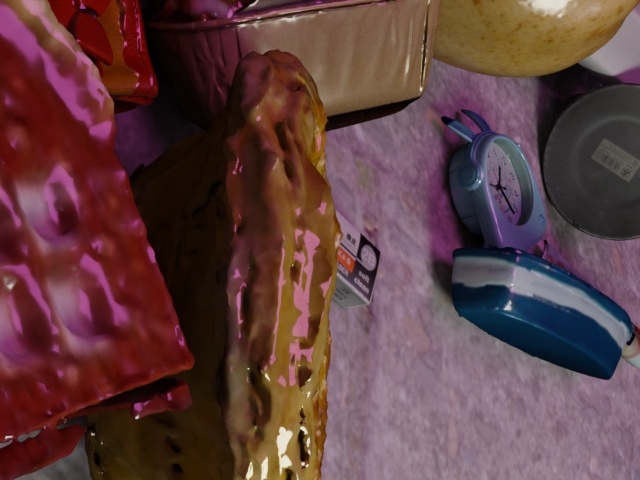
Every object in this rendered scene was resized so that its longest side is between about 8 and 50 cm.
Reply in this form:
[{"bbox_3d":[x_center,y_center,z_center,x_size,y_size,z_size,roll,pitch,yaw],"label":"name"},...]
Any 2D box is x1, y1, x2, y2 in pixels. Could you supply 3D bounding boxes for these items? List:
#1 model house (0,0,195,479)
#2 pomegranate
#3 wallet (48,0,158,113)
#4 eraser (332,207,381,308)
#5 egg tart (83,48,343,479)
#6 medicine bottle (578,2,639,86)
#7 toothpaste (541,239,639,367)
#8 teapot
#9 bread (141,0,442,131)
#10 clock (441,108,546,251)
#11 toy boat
[{"bbox_3d":[-0.196,-0.011,0.557,0.160,0.196,0.254,-12,87,-54],"label":"model house"},{"bbox_3d":[0.162,-0.279,1.018,0.319,0.319,0.319,21,62,-48],"label":"pomegranate"},{"bbox_3d":[-0.170,-0.196,0.757,0.141,0.067,0.241,-6,83,-55],"label":"wallet"},{"bbox_3d":[0.000,0.000,0.943,0.122,0.029,0.052,42,48,-37],"label":"eraser"},{"bbox_3d":[-0.057,0.060,0.708,0.341,0.132,0.341,3,90,-89],"label":"egg tart"},{"bbox_3d":[0.292,-0.251,1.311,0.324,0.124,0.179,26,28,-47],"label":"medicine bottle"},{"bbox_3d":[0.286,0.073,1.289,0.205,0.036,0.056,38,53,-35],"label":"toothpaste"},{"bbox_3d":[0.341,-0.068,1.314,0.239,0.162,0.149,53,18,19],"label":"teapot"},{"bbox_3d":[-0.015,-0.182,0.838,0.224,0.142,0.212,-15,114,-25],"label":"bread"},{"bbox_3d":[0.160,-0.056,1.157,0.108,0.045,0.147,-29,101,-53],"label":"clock"},{"bbox_3d":[0.221,0.075,1.157,0.299,0.096,0.062,27,69,-48],"label":"toy boat"}]
